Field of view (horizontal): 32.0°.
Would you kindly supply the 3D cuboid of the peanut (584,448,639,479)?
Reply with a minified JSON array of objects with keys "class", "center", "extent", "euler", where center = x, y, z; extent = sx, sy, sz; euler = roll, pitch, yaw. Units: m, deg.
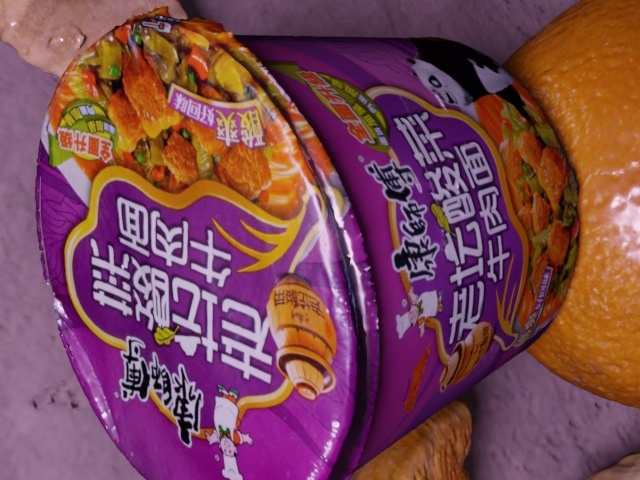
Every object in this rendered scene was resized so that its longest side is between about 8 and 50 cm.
[{"class":"peanut","center":[0.179,0.228,0.649],"extent":[0.136,0.120,0.298],"euler":[31,57,13]}]

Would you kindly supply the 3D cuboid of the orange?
[{"class":"orange","center":[0.204,-0.030,0.684],"extent":[0.264,0.264,0.264],"euler":[10,67,-24]}]

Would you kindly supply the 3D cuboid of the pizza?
[{"class":"pizza","center":[0.024,0.187,0.596],"extent":[0.127,0.058,0.246],"euler":[46,55,-50]}]

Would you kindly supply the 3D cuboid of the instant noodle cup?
[{"class":"instant noodle cup","center":[0.000,0.000,0.581],"extent":[0.190,0.251,0.251],"euler":[-17,80,-41]}]

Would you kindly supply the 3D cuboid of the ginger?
[{"class":"ginger","center":[-0.201,-0.164,0.628],"extent":[0.259,0.065,0.149],"euler":[-1,76,-24]}]
